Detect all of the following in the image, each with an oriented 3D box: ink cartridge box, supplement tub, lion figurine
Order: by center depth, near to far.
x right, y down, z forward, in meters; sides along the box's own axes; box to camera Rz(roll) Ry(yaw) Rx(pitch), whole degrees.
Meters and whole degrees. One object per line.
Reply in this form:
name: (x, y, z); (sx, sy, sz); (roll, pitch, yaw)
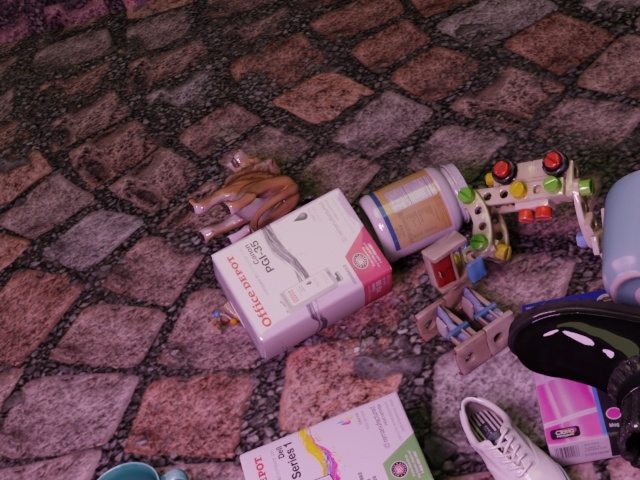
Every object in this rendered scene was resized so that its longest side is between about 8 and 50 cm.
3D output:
ink cartridge box: (0.032, 0.387, 1.696); (0.278, 0.117, 0.201); (-22, 38, 0)
ink cartridge box: (0.435, 0.199, 1.786); (0.175, 0.069, 0.371); (-12, 36, 10)
ink cartridge box: (-0.035, 0.064, 2.057); (0.283, 0.117, 0.207); (-29, 69, -10)
supplement tub: (0.190, -0.057, 2.137); (0.199, 0.144, 0.144); (-25, 38, -5)
lion figurine: (-0.128, -0.087, 2.272); (0.240, 0.142, 0.392); (-28, 22, -21)

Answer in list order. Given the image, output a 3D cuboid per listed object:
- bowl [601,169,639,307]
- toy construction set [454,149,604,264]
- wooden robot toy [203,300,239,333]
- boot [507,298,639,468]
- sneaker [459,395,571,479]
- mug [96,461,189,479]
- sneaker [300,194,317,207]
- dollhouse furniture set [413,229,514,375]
bowl: (0.573, 0.047, 1.718); (0.311, 0.311, 0.163); (11, 57, 34)
toy construction set: (0.389, -0.041, 1.995); (0.327, 0.151, 0.215); (-2, 71, 22)
wooden robot toy: (-0.147, 0.142, 2.140); (0.079, 0.076, 0.173); (38, 60, 9)
boot: (0.436, 0.219, 1.600); (0.347, 0.131, 0.260); (0, 42, 20)
sneaker: (0.287, 0.331, 1.654); (0.094, 0.091, 0.258); (-45, 37, -3)
mug: (-0.297, 0.446, 1.796); (0.157, 0.097, 0.129); (-3, 41, 21)
sneaker: (0.000, 0.000, 2.200); (0.081, 0.090, 0.232); (-22, 37, -1)
dollhouse furniture set: (0.238, 0.109, 1.882); (0.129, 0.184, 0.129); (-33, 39, -15)
